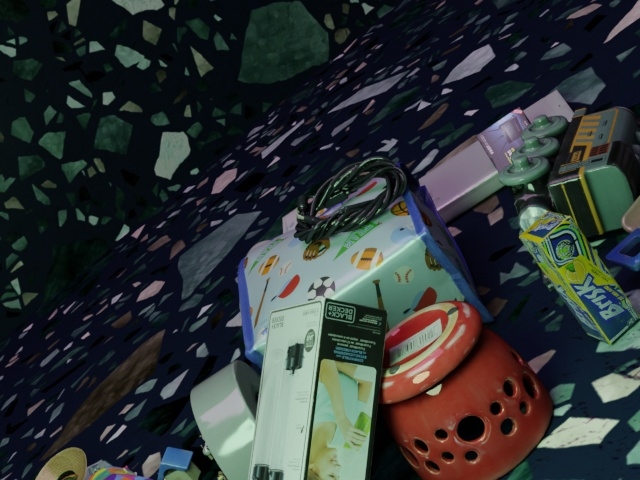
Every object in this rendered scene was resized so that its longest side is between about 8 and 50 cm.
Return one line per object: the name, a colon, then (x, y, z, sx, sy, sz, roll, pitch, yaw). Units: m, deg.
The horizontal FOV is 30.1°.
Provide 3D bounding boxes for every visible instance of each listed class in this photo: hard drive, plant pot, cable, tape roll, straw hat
hard drive: (0.323, -0.151, 2.157, 0.307, 0.040, 0.203, -33, 18, 12)
plant pot: (0.158, 0.179, 1.441, 0.191, 0.174, 0.191, -33, 16, 11)
cable: (0.039, -0.060, 1.730, 0.184, 0.047, 0.150, -19, 26, 24)
tape roll: (-0.082, 0.269, 1.592, 0.072, 0.219, 0.219, -34, 18, 6)
straw hat: (-0.445, 0.444, 2.107, 0.144, 0.061, 0.144, -28, 37, 23)

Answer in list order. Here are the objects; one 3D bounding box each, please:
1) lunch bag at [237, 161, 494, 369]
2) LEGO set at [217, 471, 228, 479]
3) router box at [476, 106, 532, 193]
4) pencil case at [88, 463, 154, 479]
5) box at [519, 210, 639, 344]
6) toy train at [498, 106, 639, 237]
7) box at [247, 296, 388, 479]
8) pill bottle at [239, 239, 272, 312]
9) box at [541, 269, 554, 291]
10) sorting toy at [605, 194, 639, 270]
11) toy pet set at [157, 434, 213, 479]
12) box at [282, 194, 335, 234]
lunch bag: (0.053, 0.057, 1.838, 0.328, 0.239, 0.385, -33, 28, 7)
LEGO set: (-0.130, 0.344, 1.813, 0.083, 0.023, 0.054, -36, 18, 6)
router box: (0.335, -0.155, 2.037, 0.092, 0.038, 0.122, -34, 58, 12)
pencil case: (-0.290, 0.407, 1.848, 0.104, 0.104, 0.236, -45, 21, -23)
box: (0.319, 0.046, 1.462, 0.054, 0.169, 0.059, -41, 17, -8)
toy train: (0.387, -0.105, 1.768, 0.190, 0.142, 0.334, -13, 20, 26)
box: (-0.010, 0.223, 1.407, 0.169, 0.087, 0.290, -21, 59, 63)
pill bottle: (-0.092, 0.082, 2.234, 0.121, 0.121, 0.221, -35, 18, 8)
box: (0.346, 0.032, 1.691, 0.067, 0.018, 0.083, -32, 18, 17)
sorting toy: (0.520, -0.065, 1.563, 0.348, 0.047, 0.196, -46, 24, -25)
toy pet set: (-0.230, 0.350, 1.922, 0.122, 0.065, 0.114, -30, 19, 22)
box: (0.000, 0.000, 2.276, 0.103, 0.114, 0.203, -34, 17, 9)
